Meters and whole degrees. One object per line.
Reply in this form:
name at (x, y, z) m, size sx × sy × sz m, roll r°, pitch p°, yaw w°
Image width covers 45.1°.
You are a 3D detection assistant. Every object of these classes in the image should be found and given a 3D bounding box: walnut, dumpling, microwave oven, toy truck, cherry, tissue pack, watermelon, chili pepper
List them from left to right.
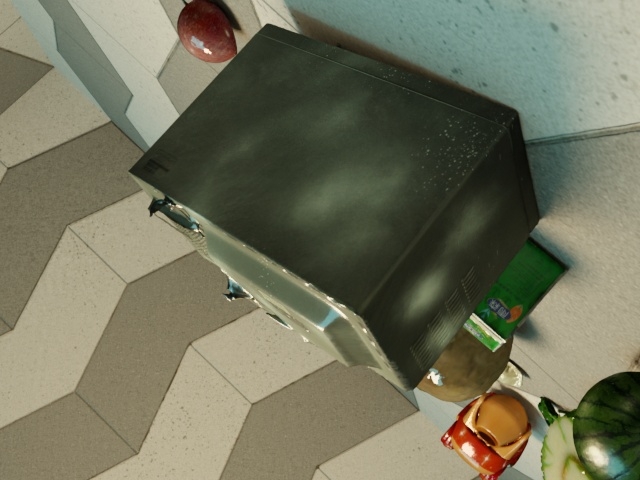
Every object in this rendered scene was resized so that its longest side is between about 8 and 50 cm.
cherry at (-0.234, -0.396, 1.348) m, size 0.225 × 0.090 × 0.107 m, roll 44°, pitch 172°, yaw 0°
microwave oven at (0.013, -0.054, 1.043) m, size 0.432 × 0.374 × 0.236 m, roll 30°, pitch 162°, yaw 36°
walnut at (0.242, 0.189, 1.483) m, size 0.248 × 0.248 × 0.248 m, roll 42°, pitch 169°, yaw 10°
tissue pack at (0.234, 0.048, 1.179) m, size 0.209 × 0.148 × 0.156 m, roll 41°, pitch 169°, yaw 13°
toy truck at (0.456, 0.474, 1.980) m, size 0.189 × 0.239 × 0.264 m, roll 41°, pitch -150°, yaw 18°
dumpling at (0.419, 0.290, 1.721) m, size 0.052 × 0.057 × 0.076 m, roll 10°, pitch -155°, yaw -12°
chili pepper at (0.520, 0.376, 1.597) m, size 0.122 × 0.065 × 0.279 m, roll 38°, pitch 172°, yaw 11°
watermelon at (0.468, 0.286, 1.127) m, size 0.188 × 0.188 × 0.215 m, roll 42°, pitch 172°, yaw 11°

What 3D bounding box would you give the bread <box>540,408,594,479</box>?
bread at (0.523, 0.478, 1.349) m, size 0.366 × 0.129 × 0.382 m, roll -115°, pitch 25°, yaw -55°
